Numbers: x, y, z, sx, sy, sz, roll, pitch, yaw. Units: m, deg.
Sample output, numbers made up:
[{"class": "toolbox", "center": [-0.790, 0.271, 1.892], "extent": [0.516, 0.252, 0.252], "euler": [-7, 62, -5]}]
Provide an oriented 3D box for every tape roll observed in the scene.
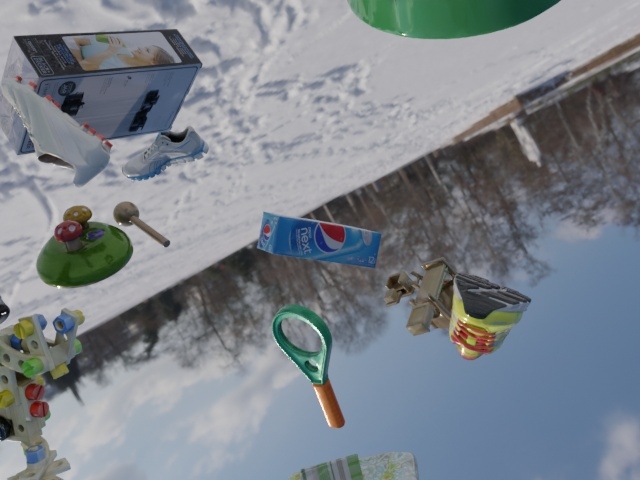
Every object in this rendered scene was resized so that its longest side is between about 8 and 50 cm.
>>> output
[{"class": "tape roll", "center": [0.187, -0.393, 0.985], "extent": [0.321, 0.077, 0.321], "euler": [-7, -134, 7]}]

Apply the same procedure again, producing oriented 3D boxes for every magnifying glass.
[{"class": "magnifying glass", "center": [-0.009, 0.194, 1.093], "extent": [0.092, 0.231, 0.026], "euler": [-1, -146, 32]}]

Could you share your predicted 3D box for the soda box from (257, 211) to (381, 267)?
[{"class": "soda box", "center": [0.000, 0.000, 1.275], "extent": [0.210, 0.067, 0.071], "euler": [8, -176, -30]}]

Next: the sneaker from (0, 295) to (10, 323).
[{"class": "sneaker", "center": [-0.542, 0.061, 1.156], "extent": [0.086, 0.132, 0.229], "euler": [-24, 135, -51]}]

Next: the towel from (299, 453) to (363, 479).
[{"class": "towel", "center": [0.031, 0.591, 1.760], "extent": [0.151, 0.113, 0.023], "euler": [-13, -178, -14]}]

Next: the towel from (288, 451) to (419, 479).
[{"class": "towel", "center": [0.080, 0.691, 1.902], "extent": [0.374, 0.090, 0.320], "euler": [-13, -163, 7]}]

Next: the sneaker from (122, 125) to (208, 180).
[{"class": "sneaker", "center": [-0.340, -0.193, 1.531], "extent": [0.190, 0.083, 0.071], "euler": [-22, -131, 3]}]

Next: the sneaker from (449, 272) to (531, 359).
[{"class": "sneaker", "center": [0.181, 0.092, 0.805], "extent": [0.094, 0.081, 0.208], "euler": [-69, 161, 2]}]

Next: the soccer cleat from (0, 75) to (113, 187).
[{"class": "soccer cleat", "center": [-0.362, -0.147, 0.952], "extent": [0.076, 0.196, 0.068], "euler": [-52, 164, -6]}]

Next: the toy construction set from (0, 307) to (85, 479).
[{"class": "toy construction set", "center": [-0.518, 0.284, 1.302], "extent": [0.214, 0.328, 0.151], "euler": [-1, 178, 21]}]

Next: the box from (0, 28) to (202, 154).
[{"class": "box", "center": [-0.350, -0.242, 1.155], "extent": [0.289, 0.087, 0.169], "euler": [-20, 157, -43]}]

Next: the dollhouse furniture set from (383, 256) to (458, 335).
[{"class": "dollhouse furniture set", "center": [0.203, 0.152, 1.516], "extent": [0.161, 0.101, 0.182], "euler": [-22, -149, 43]}]

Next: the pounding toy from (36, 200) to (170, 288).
[{"class": "pounding toy", "center": [-0.435, -0.017, 1.375], "extent": [0.236, 0.110, 0.183], "euler": [-29, -141, -28]}]
